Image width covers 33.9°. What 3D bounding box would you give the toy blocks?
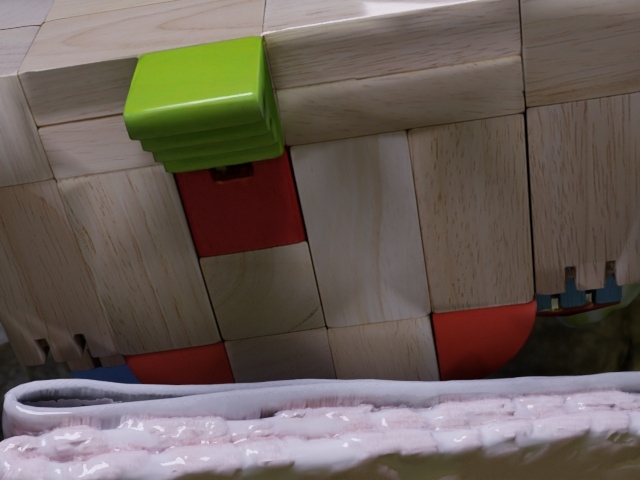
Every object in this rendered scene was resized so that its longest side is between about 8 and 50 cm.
[{"bbox_3d":[0.000,0.000,0.501,0.381,0.191,0.261,-8,125,5],"label":"toy blocks"}]

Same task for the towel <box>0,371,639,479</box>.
[{"bbox_3d":[-0.002,0.183,0.527,0.331,0.053,0.317,0,130,-19],"label":"towel"}]

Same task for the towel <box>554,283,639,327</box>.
[{"bbox_3d":[0.199,-0.181,0.566,0.374,0.090,0.321,-37,102,0],"label":"towel"}]
